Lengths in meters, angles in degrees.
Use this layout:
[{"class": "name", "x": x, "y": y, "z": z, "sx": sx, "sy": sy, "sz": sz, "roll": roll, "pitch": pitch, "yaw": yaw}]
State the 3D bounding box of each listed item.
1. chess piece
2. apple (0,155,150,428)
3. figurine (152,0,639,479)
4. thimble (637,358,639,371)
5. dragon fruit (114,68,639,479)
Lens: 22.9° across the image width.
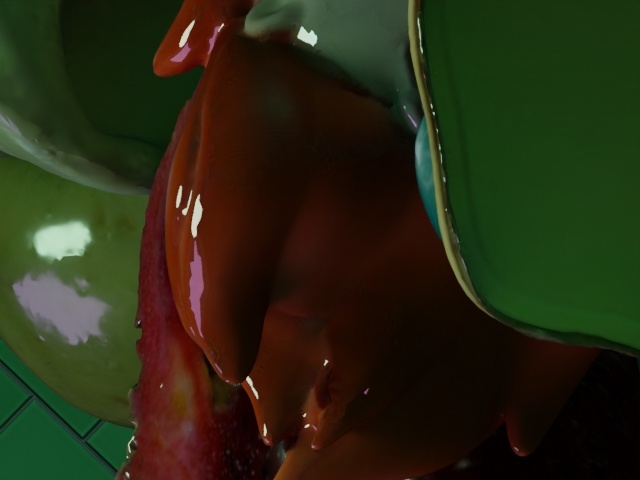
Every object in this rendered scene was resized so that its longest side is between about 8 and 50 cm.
[{"class": "chess piece", "x": -0.172, "y": -0.131, "z": 0.821, "sx": 0.234, "sy": 0.234, "sz": 0.442, "roll": 49, "pitch": 165, "yaw": -26}, {"class": "apple", "x": -0.124, "y": -0.009, "z": 1.202, "sx": 0.311, "sy": 0.320, "sz": 0.360, "roll": -1, "pitch": 152, "yaw": 26}, {"class": "figurine", "x": 0.041, "y": -0.034, "z": 0.443, "sx": 0.257, "sy": 0.181, "sz": 0.208, "roll": 15, "pitch": 127, "yaw": 69}, {"class": "thimble", "x": 0.112, "y": 0.128, "z": 0.762, "sx": 0.237, "sy": 0.150, "sz": 0.237, "roll": 22, "pitch": 132, "yaw": 27}, {"class": "dragon fruit", "x": 0.009, "y": 0.050, "z": 0.634, "sx": 0.134, "sy": 0.211, "sz": 0.262, "roll": 10, "pitch": -125, "yaw": -46}]
